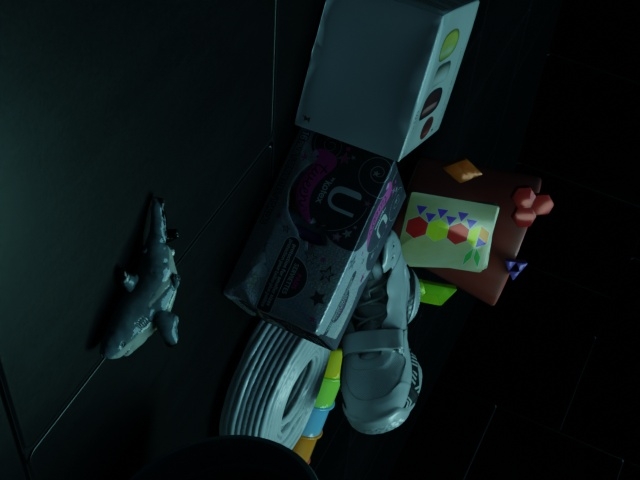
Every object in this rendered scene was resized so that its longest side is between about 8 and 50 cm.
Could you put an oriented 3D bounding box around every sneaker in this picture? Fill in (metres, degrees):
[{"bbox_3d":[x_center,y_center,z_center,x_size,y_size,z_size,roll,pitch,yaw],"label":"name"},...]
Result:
[{"bbox_3d":[0.073,0.119,1.692,0.366,0.137,0.210,-80,152,-46],"label":"sneaker"}]

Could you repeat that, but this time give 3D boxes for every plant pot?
[{"bbox_3d":[0.281,-0.037,2.108,0.275,0.243,0.275,21,90,-84],"label":"plant pot"},{"bbox_3d":[-0.101,0.418,1.244,0.272,0.271,0.255,-54,141,-42],"label":"plant pot"}]

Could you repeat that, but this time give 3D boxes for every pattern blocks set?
[{"bbox_3d":[0.234,-0.015,1.925,0.026,0.324,0.285,-104,-147,-67],"label":"pattern blocks set"}]

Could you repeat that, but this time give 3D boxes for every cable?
[{"bbox_3d":[-0.064,0.214,1.581,0.257,0.089,0.257,-64,165,-13],"label":"cable"}]

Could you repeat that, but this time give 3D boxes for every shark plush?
[{"bbox_3d":[-0.170,0.041,1.034,0.067,0.073,0.161,5,115,-43],"label":"shark plush"}]

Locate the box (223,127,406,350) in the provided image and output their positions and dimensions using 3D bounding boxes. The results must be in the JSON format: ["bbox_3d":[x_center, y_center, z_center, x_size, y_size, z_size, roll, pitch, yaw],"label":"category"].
[{"bbox_3d":[0.000,0.000,1.397,0.163,0.142,0.247,56,57,-73],"label":"box"}]

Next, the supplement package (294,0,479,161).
[{"bbox_3d":[0.090,-0.233,1.366,0.203,0.149,0.194,-41,149,-62],"label":"supplement package"}]

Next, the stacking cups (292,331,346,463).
[{"bbox_3d":[-0.019,0.306,1.864,0.096,0.096,0.316,-31,140,-67],"label":"stacking cups"}]
